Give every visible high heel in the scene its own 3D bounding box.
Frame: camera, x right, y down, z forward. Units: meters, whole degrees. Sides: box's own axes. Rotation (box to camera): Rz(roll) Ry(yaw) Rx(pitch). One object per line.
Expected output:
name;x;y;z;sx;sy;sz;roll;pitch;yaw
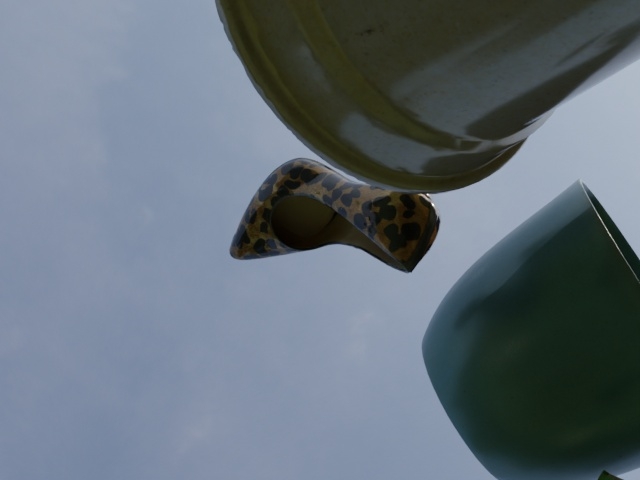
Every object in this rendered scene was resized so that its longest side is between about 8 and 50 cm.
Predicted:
high heel;0.000;0.000;1.060;0.093;0.261;0.186;41;-147;-32

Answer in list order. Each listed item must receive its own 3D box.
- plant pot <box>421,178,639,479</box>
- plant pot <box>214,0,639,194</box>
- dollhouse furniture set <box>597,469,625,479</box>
plant pot;0.250;0.120;1.122;0.235;0.293;0.293;-33;-95;16
plant pot;0.142;-0.223;0.722;0.334;0.305;0.333;8;-104;-33
dollhouse furniture set;0.299;0.160;0.907;0.076;0.058;0.151;33;-95;-3
